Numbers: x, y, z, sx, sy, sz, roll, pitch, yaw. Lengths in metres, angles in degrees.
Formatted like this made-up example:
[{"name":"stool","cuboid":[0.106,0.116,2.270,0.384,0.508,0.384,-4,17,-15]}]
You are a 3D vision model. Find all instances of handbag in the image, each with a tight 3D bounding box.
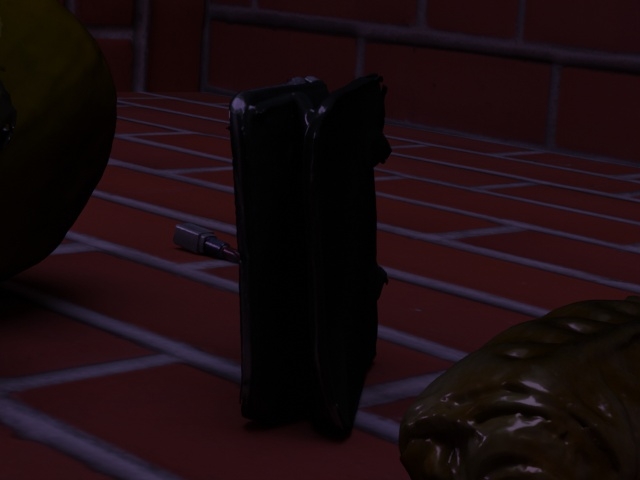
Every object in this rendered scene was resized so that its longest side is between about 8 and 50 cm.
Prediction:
[{"name":"handbag","cuboid":[0.002,0.000,1.119,0.079,0.247,0.260,0,10,13]}]

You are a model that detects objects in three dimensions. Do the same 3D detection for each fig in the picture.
[{"name":"fig","cuboid":[-0.362,-0.094,1.307,0.343,0.343,0.343,4,10,-1]}]

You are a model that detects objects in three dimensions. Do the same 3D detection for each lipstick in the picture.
[{"name":"lipstick","cuboid":[-0.123,0.006,1.643,0.107,0.025,0.025,20,18,40]}]

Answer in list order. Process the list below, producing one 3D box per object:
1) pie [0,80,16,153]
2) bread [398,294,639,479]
[{"name":"pie","cuboid":[-0.396,-0.033,1.018,0.371,0.078,0.296,-16,25,0]},{"name":"bread","cuboid":[0.156,0.113,0.896,0.152,0.130,0.267,17,16,32]}]
